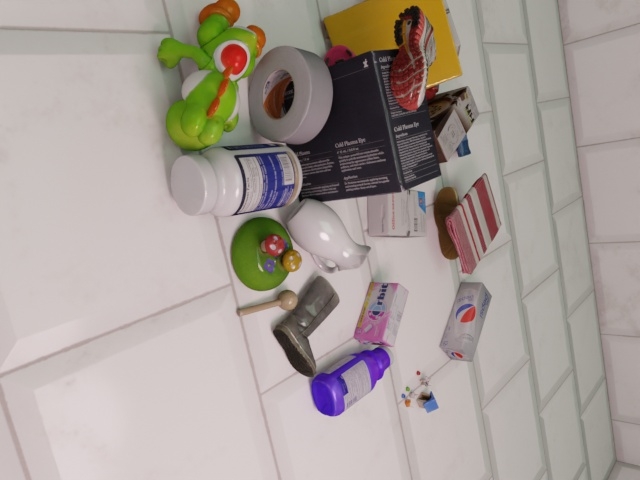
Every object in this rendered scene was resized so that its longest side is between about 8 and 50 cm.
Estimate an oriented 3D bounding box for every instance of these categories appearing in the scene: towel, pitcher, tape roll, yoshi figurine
[{"bbox_3d":[0.549,-0.065,1.841,0.329,0.037,0.236,-44,120,-39],"label":"towel"},{"bbox_3d":[0.000,0.000,1.334,0.207,0.178,0.125,41,49,-14],"label":"pitcher"},{"bbox_3d":[-0.074,-0.338,1.212,0.072,0.219,0.218,-4,90,-46],"label":"tape roll"},{"bbox_3d":[0.528,-0.372,1.928,0.067,0.029,0.119,-21,103,-44],"label":"towel"},{"bbox_3d":[-0.242,-0.335,1.113,0.203,0.204,0.361,94,5,-58],"label":"yoshi figurine"}]

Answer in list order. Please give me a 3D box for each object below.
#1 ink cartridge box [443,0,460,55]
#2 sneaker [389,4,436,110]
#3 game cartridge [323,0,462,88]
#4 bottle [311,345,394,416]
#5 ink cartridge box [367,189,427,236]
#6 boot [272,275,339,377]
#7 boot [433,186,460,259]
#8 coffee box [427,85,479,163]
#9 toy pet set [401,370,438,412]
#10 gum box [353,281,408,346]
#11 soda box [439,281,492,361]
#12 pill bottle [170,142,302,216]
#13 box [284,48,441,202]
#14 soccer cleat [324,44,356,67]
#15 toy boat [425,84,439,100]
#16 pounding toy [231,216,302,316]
[{"bbox_3d":[0.285,-0.653,1.560,0.114,0.197,0.272,17,57,-77],"label":"ink cartridge box"},{"bbox_3d":[0.213,-0.387,1.114,0.093,0.088,0.225,16,77,-43],"label":"sneaker"},{"bbox_3d":[0.207,-0.550,1.467,0.052,0.324,0.285,-74,145,-67],"label":"game cartridge"},{"bbox_3d":[0.098,0.377,1.440,0.283,0.092,0.118,-22,104,-44],"label":"bottle"},{"bbox_3d":[0.241,-0.084,1.617,0.203,0.086,0.148,2,86,-45],"label":"ink cartridge box"},{"bbox_3d":[-0.017,0.224,1.356,0.208,0.076,0.189,-48,123,-44],"label":"boot"},{"bbox_3d":[0.511,-0.079,1.887,0.204,0.095,0.261,-19,103,-44],"label":"boot"},{"bbox_3d":[0.387,-0.378,1.726,0.297,0.168,0.118,-52,123,-35],"label":"coffee box"},{"bbox_3d":[0.339,0.512,1.699,0.122,0.065,0.114,-45,118,-37],"label":"toy pet set"},{"bbox_3d":[0.178,0.220,1.520,0.062,0.107,0.188,38,62,-38],"label":"gum box"},{"bbox_3d":[0.535,0.293,1.894,0.098,0.091,0.286,48,56,-33],"label":"soda box"},{"bbox_3d":[-0.181,-0.133,1.138,0.265,0.153,0.153,-14,98,-45],"label":"pill bottle"},{"bbox_3d":[0.085,-0.272,1.283,0.179,0.344,0.312,-25,106,-42],"label":"box"},{"bbox_3d":[0.101,-0.385,1.467,0.143,0.116,0.330,4,63,-79],"label":"soccer cleat"},{"bbox_3d":[0.343,-0.565,1.702,0.231,0.151,0.150,20,73,-44],"label":"toy boat"},{"bbox_3d":[-0.107,0.058,1.234,0.183,0.110,0.236,-3,90,-46],"label":"pounding toy"}]
